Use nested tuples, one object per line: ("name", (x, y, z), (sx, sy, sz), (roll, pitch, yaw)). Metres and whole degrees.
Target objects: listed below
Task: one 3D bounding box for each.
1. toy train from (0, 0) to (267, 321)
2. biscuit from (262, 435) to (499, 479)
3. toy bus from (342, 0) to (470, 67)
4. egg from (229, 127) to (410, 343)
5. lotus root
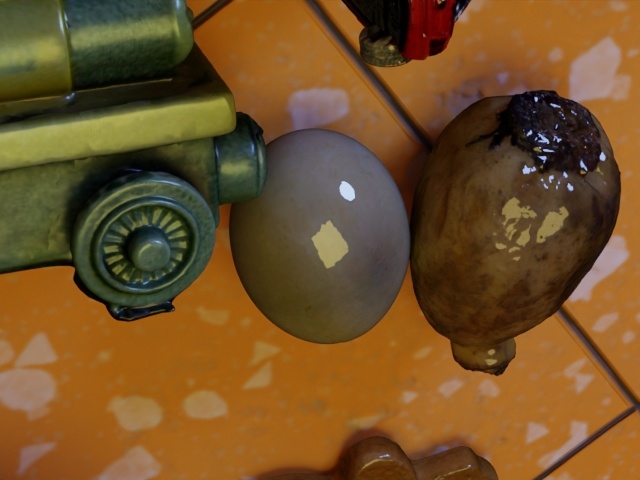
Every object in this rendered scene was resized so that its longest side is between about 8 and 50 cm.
("toy train", (-0.211, -0.067, 0.922), (0.369, 0.150, 0.237), (-11, 119, -15))
("biscuit", (0.016, 0.228, 1.256), (0.249, 0.035, 0.184), (-11, 124, -12))
("toy bus", (0.039, -0.169, 0.902), (0.089, 0.195, 0.081), (-14, 125, -14))
("egg", (0.000, 0.000, 1.051), (0.114, 0.114, 0.152), (-15, 129, -10))
("lotus root", (0.118, -0.001, 1.084), (0.138, 0.138, 0.214), (3, 123, -21))
